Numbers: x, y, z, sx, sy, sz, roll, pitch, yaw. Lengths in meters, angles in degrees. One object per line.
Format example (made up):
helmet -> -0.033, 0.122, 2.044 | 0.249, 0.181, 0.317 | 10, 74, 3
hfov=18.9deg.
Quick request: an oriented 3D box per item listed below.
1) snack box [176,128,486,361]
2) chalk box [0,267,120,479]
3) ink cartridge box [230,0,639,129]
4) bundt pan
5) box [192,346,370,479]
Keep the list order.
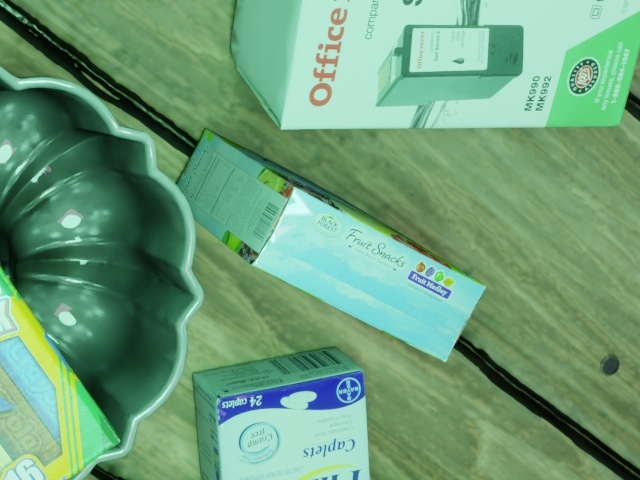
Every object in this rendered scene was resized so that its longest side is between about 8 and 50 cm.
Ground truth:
snack box -> 0.000, 0.000, 1.431 | 0.174, 0.207, 0.070 | 27, 92, -26
chalk box -> -0.252, 0.070, 1.254 | 0.132, 0.132, 0.213 | -35, 114, -10
ink cartridge box -> 0.097, -0.197, 1.442 | 0.289, 0.121, 0.211 | -3, 121, -21
bundt pan -> -0.259, 0.028, 1.381 | 0.331, 0.124, 0.331 | -5, 105, -21
box -> -0.029, 0.167, 1.536 | 0.126, 0.072, 0.137 | -10, 107, -19
